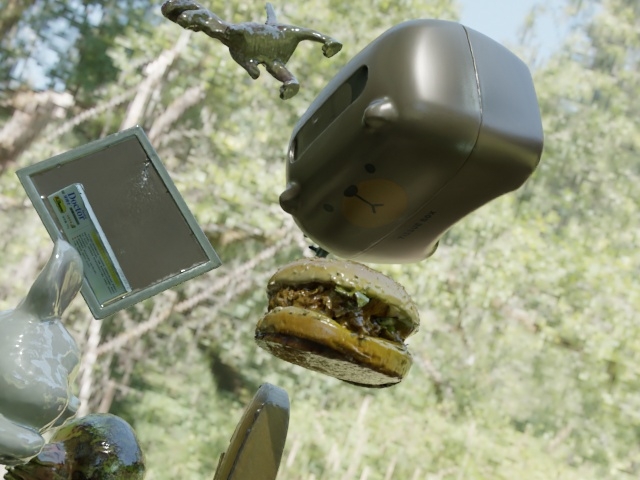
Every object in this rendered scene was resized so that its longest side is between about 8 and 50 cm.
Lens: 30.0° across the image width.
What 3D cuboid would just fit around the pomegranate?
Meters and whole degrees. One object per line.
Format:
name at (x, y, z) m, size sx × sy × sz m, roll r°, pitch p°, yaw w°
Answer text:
pomegranate at (-0.463, 0.450, 2.278) m, size 0.276 × 0.204 × 0.222 m, roll -22°, pitch 20°, yaw -40°

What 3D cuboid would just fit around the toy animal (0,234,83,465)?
toy animal at (-0.428, 0.170, 1.537) m, size 0.241 × 0.367 × 0.196 m, roll 45°, pitch -23°, yaw -5°

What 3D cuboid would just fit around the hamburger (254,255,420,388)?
hamburger at (0.026, 0.092, 1.317) m, size 0.191 × 0.118 × 0.182 m, roll 32°, pitch -17°, yaw -35°

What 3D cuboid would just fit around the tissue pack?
tissue pack at (0.115, -0.143, 1.775) m, size 0.277 × 0.267 × 0.387 m, roll 17°, pitch -35°, yaw -28°

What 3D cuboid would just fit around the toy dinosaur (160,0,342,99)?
toy dinosaur at (-0.067, -0.261, 1.496) m, size 0.200 × 0.072 × 0.251 m, roll 35°, pitch 35°, yaw 24°

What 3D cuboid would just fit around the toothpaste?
toothpaste at (-0.305, 0.005, 1.591) m, size 0.164 × 0.046 × 0.034 m, roll 64°, pitch 4°, yaw -1°

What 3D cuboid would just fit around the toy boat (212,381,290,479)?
toy boat at (-0.120, 0.370, 1.835) m, size 0.089 × 0.321 × 0.121 m, roll 24°, pitch -24°, yaw -12°

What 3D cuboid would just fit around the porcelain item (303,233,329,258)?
porcelain item at (0.000, 0.000, 2.211) m, size 0.075 × 0.136 × 0.021 m, roll 31°, pitch 16°, yaw -10°

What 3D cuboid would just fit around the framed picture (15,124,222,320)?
framed picture at (-0.329, -0.033, 1.952) m, size 0.296 × 0.232 × 0.019 m, roll 59°, pitch -26°, yaw 17°
